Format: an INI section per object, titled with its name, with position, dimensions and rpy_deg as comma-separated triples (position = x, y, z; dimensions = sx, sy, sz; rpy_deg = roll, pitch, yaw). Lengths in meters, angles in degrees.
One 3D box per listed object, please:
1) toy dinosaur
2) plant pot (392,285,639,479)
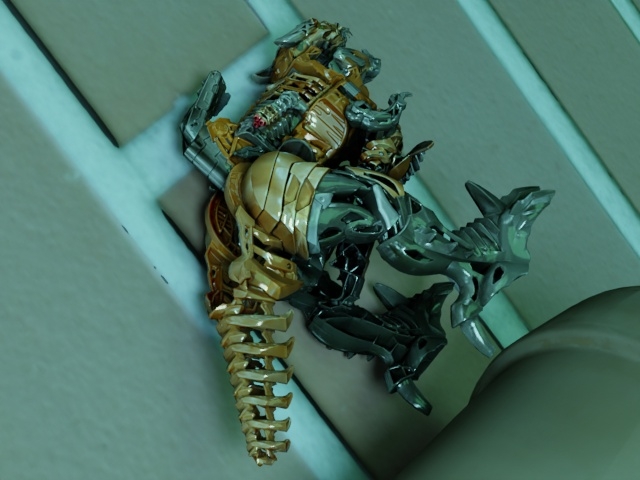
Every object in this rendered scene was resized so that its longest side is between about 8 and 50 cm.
[toy dinosaur]
position = 0.000, 0.000, 0.898
dimensions = 0.218, 0.164, 0.322
rpy_deg = 27, 68, -13
[plant pot]
position = 0.125, 0.221, 0.775
dimensions = 0.280, 0.323, 0.323
rpy_deg = -23, 84, -31
